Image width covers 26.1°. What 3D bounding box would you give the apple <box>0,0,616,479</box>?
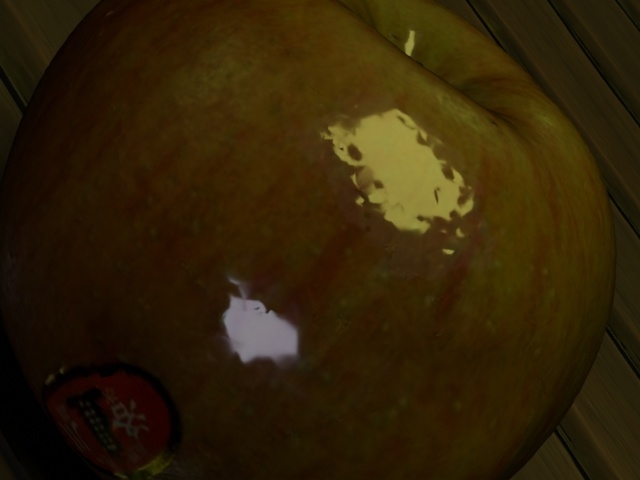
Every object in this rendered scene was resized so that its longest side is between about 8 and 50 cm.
[{"bbox_3d":[0.000,0.000,0.869,0.400,0.333,0.400,25,44,-27],"label":"apple"}]
